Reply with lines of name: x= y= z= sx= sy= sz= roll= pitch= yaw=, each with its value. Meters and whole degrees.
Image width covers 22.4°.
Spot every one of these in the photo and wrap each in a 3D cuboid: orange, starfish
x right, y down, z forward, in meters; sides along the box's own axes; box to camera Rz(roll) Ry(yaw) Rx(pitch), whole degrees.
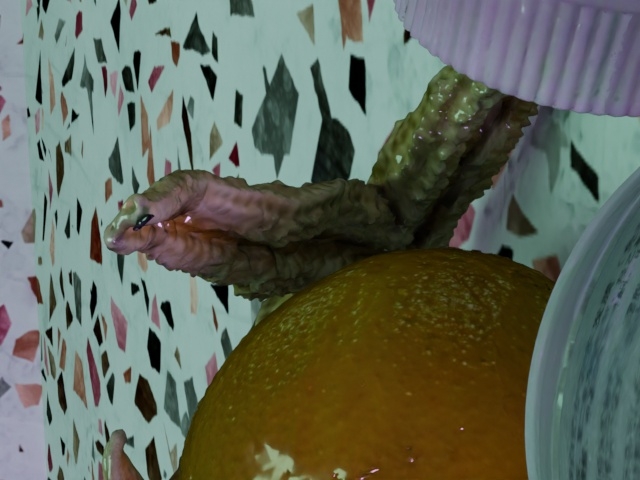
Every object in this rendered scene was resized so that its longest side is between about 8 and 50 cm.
orange: x=0.055 y=0.136 z=0.864 sx=0.274 sy=0.274 sz=0.274 roll=176 pitch=90 yaw=-68
starfish: x=0.000 y=0.000 z=0.959 sx=0.082 sy=0.324 sz=0.432 roll=51 pitch=147 yaw=31

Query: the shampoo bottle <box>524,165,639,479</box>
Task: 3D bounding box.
shampoo bottle: x=0.207 y=0.066 z=0.459 sx=0.266 sy=0.273 sz=0.273 roll=-163 pitch=70 yaw=-77

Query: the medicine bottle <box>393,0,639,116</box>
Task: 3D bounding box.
medicine bottle: x=0.138 y=-0.217 z=0.699 sx=0.178 sy=0.178 sz=0.290 roll=-121 pitch=34 yaw=-48
